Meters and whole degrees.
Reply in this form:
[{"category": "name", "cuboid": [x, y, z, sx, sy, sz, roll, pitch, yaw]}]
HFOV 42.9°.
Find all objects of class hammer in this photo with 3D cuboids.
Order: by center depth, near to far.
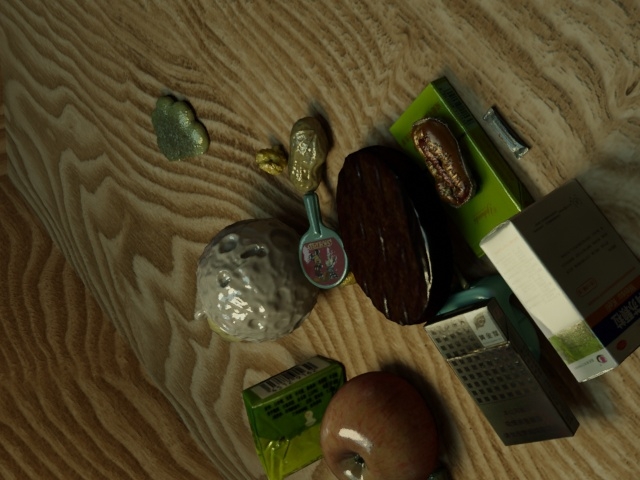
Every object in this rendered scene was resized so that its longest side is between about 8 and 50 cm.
[{"category": "hammer", "cuboid": [0.270, 0.031, 1.751, 0.199, 0.013, 0.062, -119, 28, -45]}]

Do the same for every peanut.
[{"category": "peanut", "cuboid": [-0.030, -0.205, 1.988, 0.098, 0.090, 0.214, 18, 136, 9]}]

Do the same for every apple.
[{"category": "apple", "cuboid": [0.144, 0.514, 2.113, 0.345, 0.269, 0.345, 33, 133, 43]}]

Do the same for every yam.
[{"category": "yam", "cuboid": [0.320, 0.670, 2.185, 0.069, 0.069, 0.146, 5, 117, 53]}]

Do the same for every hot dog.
[{"category": "hot dog", "cuboid": [0.241, -0.155, 1.595, 0.191, 0.059, 0.108, 61, 152, -5]}]

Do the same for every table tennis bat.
[{"category": "table tennis bat", "cuboid": [0.000, 0.000, 2.024, 0.153, 0.040, 0.244, -10, 93, 37]}]

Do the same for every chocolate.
[{"category": "chocolate", "cuboid": [-0.069, 0.517, 2.408, 0.137, 0.301, 0.289, 34, 140, 55]}]

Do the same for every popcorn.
[{"category": "popcorn", "cuboid": [-0.127, -0.206, 2.139, 0.084, 0.084, 0.084, 34, 139, 36]}]

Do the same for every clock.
[{"category": "clock", "cuboid": [0.369, 0.216, 1.753, 0.223, 0.094, 0.274, -21, 99, 58]}]

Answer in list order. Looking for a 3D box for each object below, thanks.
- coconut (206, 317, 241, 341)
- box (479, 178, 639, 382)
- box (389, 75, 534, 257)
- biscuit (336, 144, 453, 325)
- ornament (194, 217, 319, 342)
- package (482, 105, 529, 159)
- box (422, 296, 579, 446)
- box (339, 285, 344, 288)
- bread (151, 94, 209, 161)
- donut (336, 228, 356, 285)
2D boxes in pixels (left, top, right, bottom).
[{"category": "coconut", "cuboid": [-0.240, 0.210, 2.509, 0.224, 0.224, 0.224, 34, 139, 36]}, {"category": "box", "cuboid": [0.448, 0.065, 1.423, 0.299, 0.200, 0.106, 55, 146, 10]}, {"category": "box", "cuboid": [0.284, -0.142, 1.638, 0.335, 0.047, 0.187, 57, 147, 8]}, {"category": "biscuit", "cuboid": [0.163, -0.013, 1.799, 0.407, 0.091, 0.407, 45, 144, 47]}, {"category": "ornament", "cuboid": [-0.159, 0.099, 2.173, 0.337, 0.337, 0.337, 34, 139, 36]}, {"category": "package", "cuboid": [0.347, -0.201, 1.532, 0.110, 0.015, 0.037, 54, 148, 14]}, {"category": "box", "cuboid": [0.367, 0.274, 1.664, 0.180, 0.047, 0.325, -26, 103, 48]}, {"category": "box", "cuboid": [0.040, 0.053, 2.148, 0.073, 0.020, 0.149, 32, 137, 36]}, {"category": "bread", "cuboid": [-0.445, -0.344, 2.489, 0.286, 0.056, 0.207, -9, 108, 55]}, {"category": "donut", "cuboid": [0.061, 0.046, 2.052, 0.152, 0.058, 0.152, 18, 121, 34]}]
